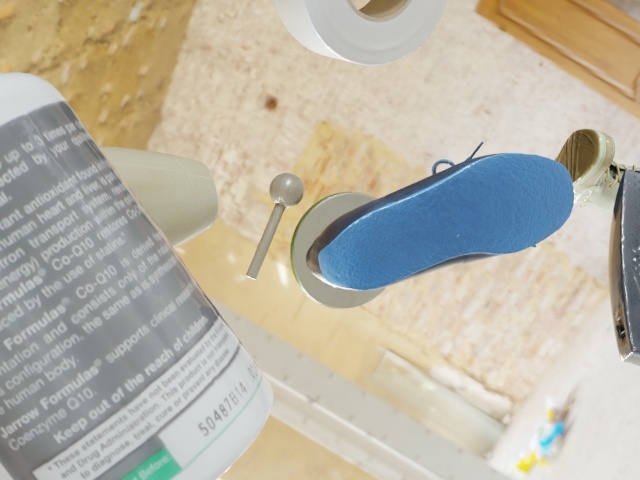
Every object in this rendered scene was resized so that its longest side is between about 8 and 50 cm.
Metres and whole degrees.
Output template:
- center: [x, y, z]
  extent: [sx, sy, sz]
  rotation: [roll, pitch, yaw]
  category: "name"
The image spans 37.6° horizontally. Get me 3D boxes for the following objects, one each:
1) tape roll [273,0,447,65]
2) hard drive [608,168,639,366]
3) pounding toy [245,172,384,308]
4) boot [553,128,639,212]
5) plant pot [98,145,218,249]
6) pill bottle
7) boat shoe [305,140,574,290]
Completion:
- center: [0.066, -0.412, 1.430]
  extent: [0.100, 0.286, 0.286]
  rotation: [27, 86, 52]
  category: "tape roll"
- center: [0.418, 0.048, 1.107]
  extent: [0.054, 0.172, 0.255]
  rotation: [123, 162, -54]
  category: "hard drive"
- center: [0.000, 0.000, 1.464]
  extent: [0.110, 0.236, 0.183]
  rotation: [25, 96, 65]
  category: "pounding toy"
- center: [0.406, -0.086, 1.275]
  extent: [0.213, 0.165, 0.077]
  rotation: [101, 178, -75]
  category: "boot"
- center: [-0.335, -0.063, 1.691]
  extent: [0.274, 0.256, 0.256]
  rotation: [-13, -33, -28]
  category: "plant pot"
- center: [-0.210, 0.021, 0.621]
  extent: [0.204, 0.361, 0.204]
  rotation: [-34, 8, 5]
  category: "pill bottle"
- center: [0.103, -0.027, 0.830]
  extent: [0.089, 0.258, 0.109]
  rotation: [3, 102, 65]
  category: "boat shoe"
